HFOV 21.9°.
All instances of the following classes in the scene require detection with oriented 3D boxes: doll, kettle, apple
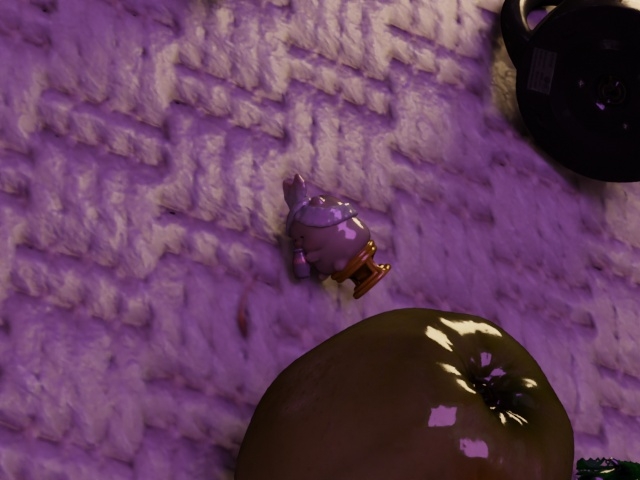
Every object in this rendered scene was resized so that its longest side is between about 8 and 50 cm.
[{"bbox_3d":[0.000,0.000,1.526,0.084,0.073,0.127,-43,93,-14],"label":"doll"},{"bbox_3d":[0.331,-0.230,1.862,0.268,0.207,0.290,21,37,13],"label":"kettle"},{"bbox_3d":[0.071,0.180,1.330,0.279,0.279,0.279,19,50,-25],"label":"apple"}]

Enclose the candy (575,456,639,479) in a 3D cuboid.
[{"bbox_3d":[0.325,0.295,1.550,0.141,0.078,0.203,-6,52,-21],"label":"candy"}]
